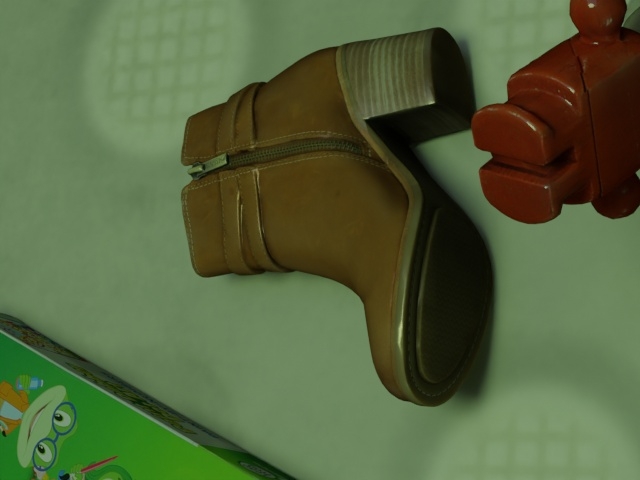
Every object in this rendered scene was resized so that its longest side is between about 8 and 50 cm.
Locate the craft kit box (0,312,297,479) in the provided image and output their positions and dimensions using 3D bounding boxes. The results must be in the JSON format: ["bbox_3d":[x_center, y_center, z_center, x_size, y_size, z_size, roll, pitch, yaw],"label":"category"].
[{"bbox_3d":[-0.146,0.190,0.998,0.247,0.061,0.249,24,91,34],"label":"craft kit box"}]

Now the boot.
[{"bbox_3d":[0.000,0.000,0.942,0.152,0.073,0.197,-15,57,29],"label":"boot"}]

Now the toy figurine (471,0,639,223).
[{"bbox_3d":[0.188,-0.039,0.715,0.213,0.148,0.209,49,144,9],"label":"toy figurine"}]
